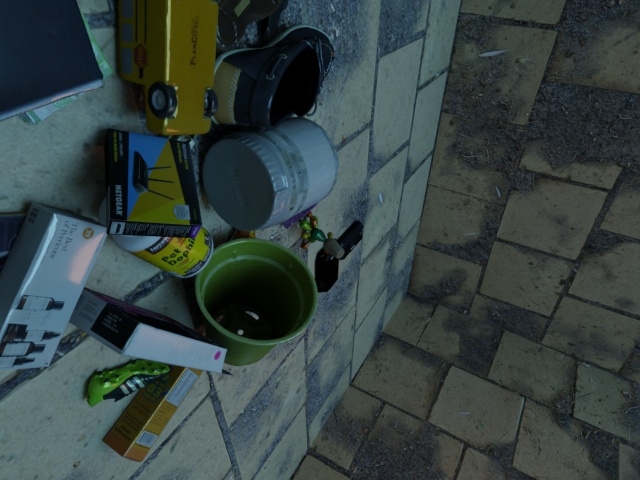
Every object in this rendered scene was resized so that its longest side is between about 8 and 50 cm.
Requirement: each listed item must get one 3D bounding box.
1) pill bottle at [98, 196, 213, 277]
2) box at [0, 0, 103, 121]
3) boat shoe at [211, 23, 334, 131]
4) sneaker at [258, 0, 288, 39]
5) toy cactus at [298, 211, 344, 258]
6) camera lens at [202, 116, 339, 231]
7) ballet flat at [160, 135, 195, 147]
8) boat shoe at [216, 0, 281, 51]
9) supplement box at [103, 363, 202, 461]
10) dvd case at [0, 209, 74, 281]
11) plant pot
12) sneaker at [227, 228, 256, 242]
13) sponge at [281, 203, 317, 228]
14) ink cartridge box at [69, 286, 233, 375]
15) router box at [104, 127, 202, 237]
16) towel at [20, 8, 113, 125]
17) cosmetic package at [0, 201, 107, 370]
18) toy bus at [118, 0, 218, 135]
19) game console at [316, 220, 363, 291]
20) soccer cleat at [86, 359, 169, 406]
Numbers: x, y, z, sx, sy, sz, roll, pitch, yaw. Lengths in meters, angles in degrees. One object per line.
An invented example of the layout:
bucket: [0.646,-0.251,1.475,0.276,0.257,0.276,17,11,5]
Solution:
pill bottle: [-0.301,-0.015,0.765,0.117,0.117,0.215,-63,155,-14]
box: [-0.363,-0.275,0.224,0.212,0.293,0.395,-47,147,-40]
boat shoe: [-0.064,-0.357,0.903,0.500,0.156,0.187,-52,160,-52]
sneaker: [-0.105,-0.524,0.856,0.089,0.051,0.170,-56,163,-30]
toy cactus: [0.000,0.000,1.350,0.112,0.180,0.219,-44,146,-6]
camera lens: [-0.103,-0.159,0.944,0.274,0.219,0.219,-36,139,-51]
ballet flat: [-0.255,-0.205,0.780,0.188,0.070,0.070,-64,155,-12]
boat shoe: [-0.161,-0.443,0.757,0.257,0.095,0.095,-58,145,-32]
supplement box: [-0.382,0.379,0.951,0.233,0.078,0.080,-57,150,-27]
dvd case: [-0.470,0.041,0.578,0.221,0.018,0.164,-14,122,-62]
plant pot: [-0.177,0.178,1.001,0.276,0.276,0.254,-45,169,-42]
sneaker: [-0.187,-0.027,1.056,0.064,0.067,0.175,11,97,-64]
sponge: [-0.038,-0.110,1.190,0.117,0.031,0.210,-53,-169,-30]
ink cartridge box: [-0.316,0.196,0.826,0.069,0.176,0.371,-63,155,-16]
router box: [-0.273,-0.091,0.661,0.133,0.179,0.046,3,147,-34]
towel: [-0.369,-0.245,0.563,0.152,0.023,0.113,-54,152,-31]
cosmetic package: [-0.419,0.072,0.614,0.239,0.060,0.099,-68,158,-2]
toy bus: [-0.235,-0.341,0.635,0.108,0.130,0.332,-28,133,-57]
game console: [0.086,0.053,1.720,0.361,0.044,0.213,-45,147,-42]
soccer cleat: [-0.408,0.299,0.871,0.179,0.060,0.072,6,113,-58]
